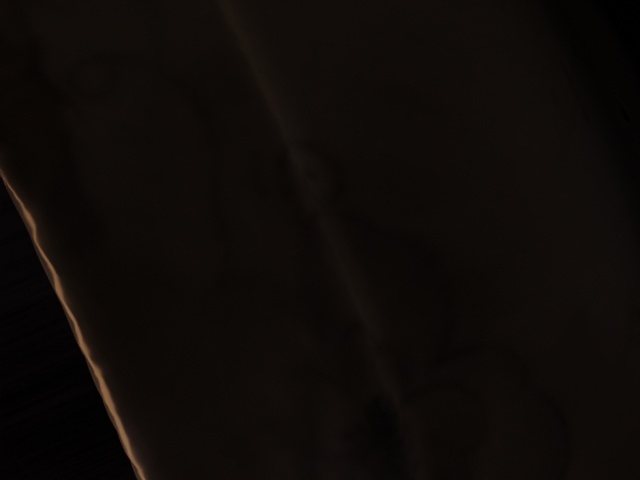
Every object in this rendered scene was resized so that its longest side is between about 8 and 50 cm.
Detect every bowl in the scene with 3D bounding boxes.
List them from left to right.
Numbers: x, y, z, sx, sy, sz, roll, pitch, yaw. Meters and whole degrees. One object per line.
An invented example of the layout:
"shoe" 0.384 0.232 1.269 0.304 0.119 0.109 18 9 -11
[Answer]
"bowl" 0.000 0.000 0.517 0.307 0.163 0.307 157 90 -80
